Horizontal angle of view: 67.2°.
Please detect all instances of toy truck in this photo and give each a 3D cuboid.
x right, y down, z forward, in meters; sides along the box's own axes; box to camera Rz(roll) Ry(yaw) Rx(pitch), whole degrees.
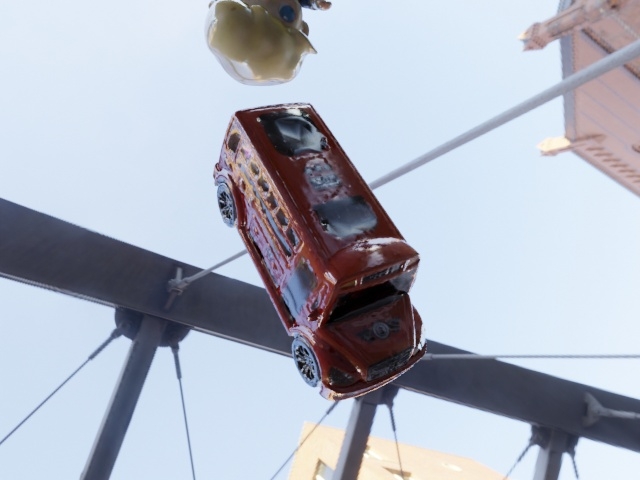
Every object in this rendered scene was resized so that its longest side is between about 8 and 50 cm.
[{"bbox_3d":[0.000,0.000,0.419,0.107,0.114,0.252,-16,-119,-30],"label":"toy truck"}]

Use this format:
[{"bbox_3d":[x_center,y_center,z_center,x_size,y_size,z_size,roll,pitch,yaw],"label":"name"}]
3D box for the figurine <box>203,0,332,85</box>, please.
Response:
[{"bbox_3d":[-0.044,-0.262,0.529,0.114,0.108,0.196,32,-83,-31],"label":"figurine"}]
